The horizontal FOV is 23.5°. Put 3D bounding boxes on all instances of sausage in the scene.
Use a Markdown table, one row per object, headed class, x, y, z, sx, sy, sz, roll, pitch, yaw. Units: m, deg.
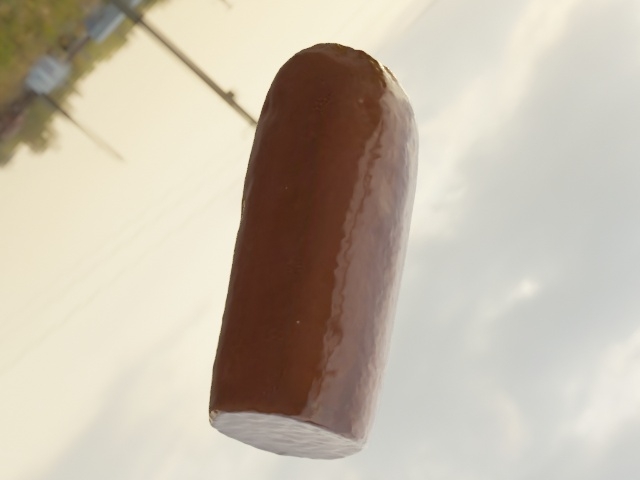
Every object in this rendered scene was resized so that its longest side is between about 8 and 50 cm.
| class | x | y | z | sx | sy | sz | roll | pitch | yaw |
| --- | --- | --- | --- | --- | --- | --- | --- | --- | --- |
| sausage | 0.000 | 0.000 | 0.953 | 0.113 | 0.113 | 0.259 | -25 | -127 | 61 |
